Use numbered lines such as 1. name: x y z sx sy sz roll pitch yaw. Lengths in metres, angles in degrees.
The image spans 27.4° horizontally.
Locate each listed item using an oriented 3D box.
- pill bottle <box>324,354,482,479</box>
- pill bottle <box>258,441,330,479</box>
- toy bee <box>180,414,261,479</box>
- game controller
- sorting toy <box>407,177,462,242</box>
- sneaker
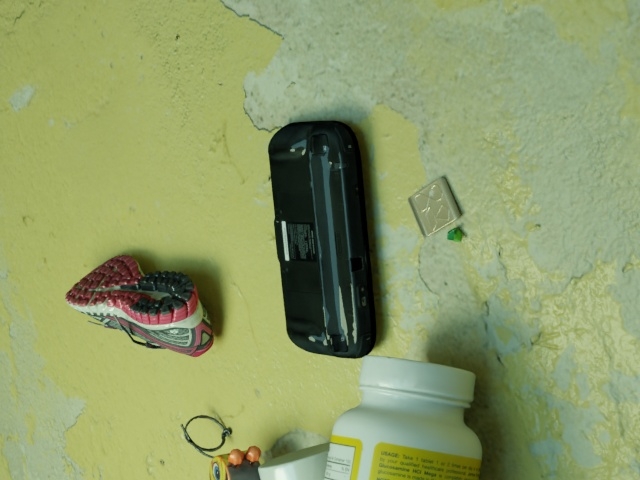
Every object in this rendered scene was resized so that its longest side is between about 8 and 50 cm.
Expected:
1. pill bottle: 0.095 0.315 1.598 0.187 0.188 0.334 3 79 42
2. pill bottle: 0.017 0.429 1.752 0.169 0.169 0.302 -20 86 43
3. toy bee: -0.124 0.364 1.843 0.298 0.195 0.162 51 146 15
4. game controller: 0.000 0.000 1.760 0.166 0.067 0.319 6 103 57
5. sorting toy: 0.147 -0.029 1.639 0.062 0.012 0.083 -31 74 37
6. sneaker: -0.281 0.108 2.001 0.299 0.121 0.112 16 140 48
